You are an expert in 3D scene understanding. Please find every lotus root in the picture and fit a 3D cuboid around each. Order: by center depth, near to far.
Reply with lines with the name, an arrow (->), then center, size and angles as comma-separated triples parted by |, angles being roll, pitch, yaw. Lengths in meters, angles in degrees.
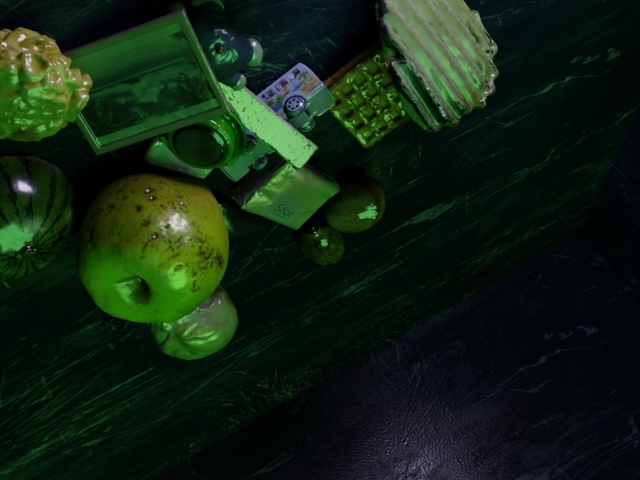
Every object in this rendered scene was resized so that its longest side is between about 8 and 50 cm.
lotus root -> 0.000, 0.000, 2.447 | 0.145, 0.129, 0.260 | 0, 160, 16

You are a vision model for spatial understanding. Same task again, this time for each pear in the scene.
pear -> -0.404, 0.004, 1.794 | 0.391, 0.391, 0.391 | -26, 151, -16

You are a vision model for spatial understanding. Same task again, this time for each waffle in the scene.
waffle -> 0.171, -0.401, 1.900 | 0.308, 0.091, 0.213 | -33, 118, 31

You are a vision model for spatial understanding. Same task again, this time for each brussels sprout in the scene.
brussels sprout -> -0.398, 0.244, 2.310 | 0.273, 0.243, 0.317 | -7, 153, -3

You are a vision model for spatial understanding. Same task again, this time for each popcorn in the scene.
popcorn -> -0.555, -0.279, 1.371 | 0.234, 0.181, 0.217 | 0, 137, -31

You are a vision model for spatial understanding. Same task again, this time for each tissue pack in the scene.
tissue pack -> -0.101, -0.151, 2.131 | 0.215, 0.123, 0.256 | -43, 144, 19

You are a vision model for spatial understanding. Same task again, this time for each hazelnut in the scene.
hazelnut -> 0.113, -0.119, 2.367 | 0.214, 0.176, 0.214 | -25, -171, 4

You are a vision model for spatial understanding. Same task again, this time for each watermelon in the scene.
watermelon -> -0.693, -0.013, 1.648 | 0.330, 0.189, 0.331 | -21, 148, -14

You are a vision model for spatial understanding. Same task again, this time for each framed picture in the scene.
framed picture -> -0.369, -0.312, 1.491 | 0.314, 0.024, 0.232 | -17, 128, 10

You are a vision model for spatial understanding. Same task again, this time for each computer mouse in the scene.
computer mouse -> -0.349, -0.213, 1.839 | 0.199, 0.045, 0.102 | 12, 120, -45
computer mouse -> -0.272, -0.040, 2.111 | 0.147, 0.088, 0.264 | -15, 165, 30

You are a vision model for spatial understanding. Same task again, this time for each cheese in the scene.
cheese -> -0.168, -0.305, 1.722 | 0.400, 0.034, 0.085 | 39, 100, -29

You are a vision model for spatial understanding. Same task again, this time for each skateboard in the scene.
skateboard -> -0.601, 0.227, 2.242 | 0.080, 0.067, 0.151 | 14, 130, -44

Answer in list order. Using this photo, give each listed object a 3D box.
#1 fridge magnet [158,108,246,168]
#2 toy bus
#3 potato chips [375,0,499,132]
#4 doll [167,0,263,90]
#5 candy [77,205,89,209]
fridge magnet -> -0.275, -0.245, 1.717 | 0.207, 0.088, 0.208 | 5, 137, 4
toy bus -> -0.130, -0.299, 1.853 | 0.329, 0.136, 0.109 | -37, 153, 3
potato chips -> 0.269, -0.479, 1.763 | 0.070, 0.429, 0.358 | -7, -138, 55
doll -> -0.273, -0.375, 1.560 | 0.258, 0.154, 0.228 | -30, 124, 22
candy -> -0.581, -0.081, 1.832 | 0.083, 0.025, 0.023 | -7, 176, -22
